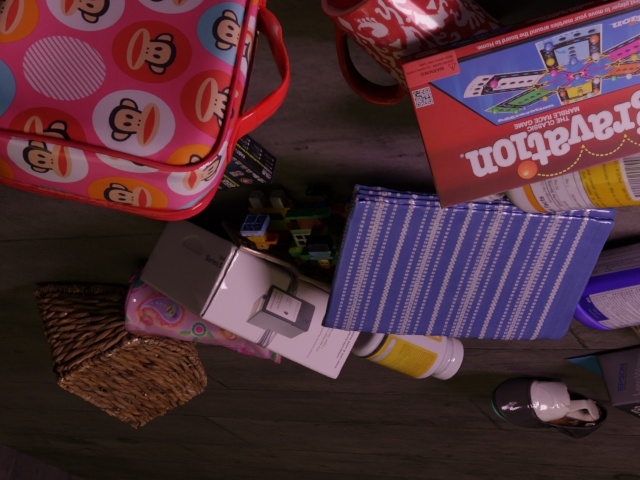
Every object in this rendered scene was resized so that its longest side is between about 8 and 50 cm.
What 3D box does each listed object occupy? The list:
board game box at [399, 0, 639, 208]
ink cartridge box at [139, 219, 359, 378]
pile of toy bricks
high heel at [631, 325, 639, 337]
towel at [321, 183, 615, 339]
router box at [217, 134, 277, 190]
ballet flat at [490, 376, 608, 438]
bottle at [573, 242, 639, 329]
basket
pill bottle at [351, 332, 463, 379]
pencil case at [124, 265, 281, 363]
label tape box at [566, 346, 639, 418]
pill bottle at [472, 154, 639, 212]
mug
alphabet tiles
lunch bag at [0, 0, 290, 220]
[{"bbox_3d":[0.224,-0.132,1.008,0.281,0.027,0.145,-16,115,6],"label":"board game box"},{"bbox_3d":[-0.099,0.083,1.680,0.273,0.114,0.198,30,176,-38],"label":"ink cartridge box"},{"bbox_3d":[0.000,0.000,1.504,0.212,0.118,0.105,-1,135,25],"label":"pile of toy bricks"},{"bbox_3d":[0.579,0.113,1.629,0.261,0.186,0.093,35,-162,22],"label":"high heel"},{"bbox_3d":[0.183,0.033,1.441,0.336,0.040,0.243,4,133,-9],"label":"towel"},{"bbox_3d":[-0.127,-0.108,1.428,0.092,0.038,0.122,-5,152,34],"label":"router box"},{"bbox_3d":[0.428,0.296,2.073,0.280,0.095,0.096,18,148,-42],"label":"ballet flat"},{"bbox_3d":[0.450,0.049,1.469,0.118,0.092,0.283,31,150,-32],"label":"bottle"},{"bbox_3d":[-0.358,0.177,2.125,0.213,0.223,0.299,-30,146,8],"label":"basket"},{"bbox_3d":[0.141,0.166,1.863,0.184,0.103,0.103,24,153,-28],"label":"pill bottle"},{"bbox_3d":[-0.183,0.120,1.894,0.284,0.124,0.124,11,157,-3],"label":"pencil case"},{"bbox_3d":[0.602,0.254,1.864,0.241,0.105,0.334,25,153,-29],"label":"label tape box"},{"bbox_3d":[0.259,-0.099,1.157,0.246,0.136,0.136,-4,153,31],"label":"pill bottle"},{"bbox_3d":[0.078,-0.184,1.051,0.150,0.113,0.169,-43,128,17],"label":"mug"},{"bbox_3d":[-0.021,0.030,1.597,0.237,0.009,0.198,20,-169,-22],"label":"alphabet tiles"},{"bbox_3d":[-0.152,-0.169,0.981,0.258,0.293,0.120,12,152,-2],"label":"lunch bag"}]
